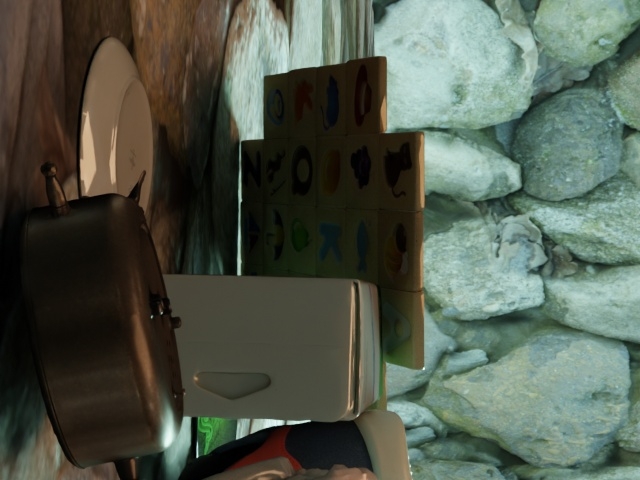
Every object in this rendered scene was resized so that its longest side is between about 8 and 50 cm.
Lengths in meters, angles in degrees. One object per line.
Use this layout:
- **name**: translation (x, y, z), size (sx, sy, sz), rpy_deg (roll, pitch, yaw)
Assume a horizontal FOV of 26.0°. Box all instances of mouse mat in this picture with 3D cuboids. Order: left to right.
- **mouse mat**: translation (-0.087, 0.117, 1.190), size (0.189, 0.007, 0.153), rpy_deg (-34, 125, -81)

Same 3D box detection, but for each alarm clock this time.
- **alarm clock**: translation (-0.100, 0.062, 0.678), size (0.129, 0.064, 0.192), rpy_deg (91, -9, -84)

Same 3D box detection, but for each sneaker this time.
- **sneaker**: translation (-0.041, 0.203, 1.038), size (0.350, 0.148, 0.131), rpy_deg (117, -38, -65)

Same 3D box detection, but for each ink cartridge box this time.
- **ink cartridge box**: translation (-0.041, 0.069, 0.930), size (0.212, 0.154, 0.093), rpy_deg (12, 79, -83)

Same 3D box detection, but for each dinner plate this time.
- **dinner plate**: translation (-0.119, -0.051, 0.835), size (0.141, 0.017, 0.141), rpy_deg (3, 90, -83)

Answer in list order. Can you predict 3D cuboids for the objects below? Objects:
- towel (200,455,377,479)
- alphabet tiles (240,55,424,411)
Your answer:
- **towel**: translation (-0.094, 0.237, 0.362), size (0.331, 0.053, 0.317), rpy_deg (-4, 96, -53)
- **alphabet tiles**: translation (0.000, 0.000, 1.138), size (0.342, 0.011, 0.285), rpy_deg (-174, -97, -65)
